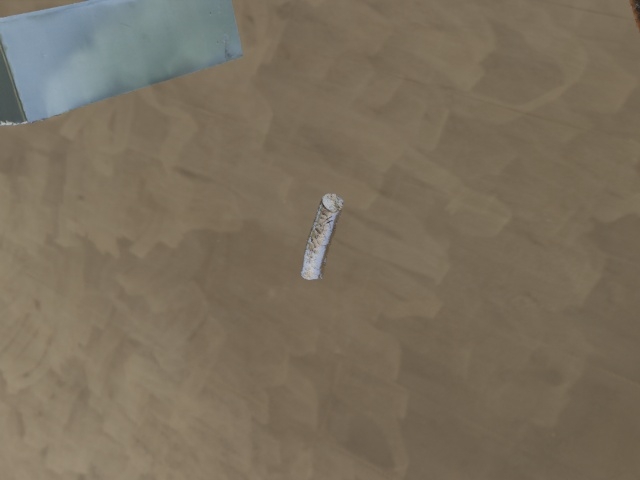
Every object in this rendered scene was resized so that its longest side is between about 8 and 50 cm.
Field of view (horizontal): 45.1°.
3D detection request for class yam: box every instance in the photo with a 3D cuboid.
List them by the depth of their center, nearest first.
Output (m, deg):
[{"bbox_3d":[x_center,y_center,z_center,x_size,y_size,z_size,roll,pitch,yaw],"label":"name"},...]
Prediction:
[{"bbox_3d":[0.000,0.000,0.925,0.032,0.032,0.145,47,-33,23],"label":"yam"}]

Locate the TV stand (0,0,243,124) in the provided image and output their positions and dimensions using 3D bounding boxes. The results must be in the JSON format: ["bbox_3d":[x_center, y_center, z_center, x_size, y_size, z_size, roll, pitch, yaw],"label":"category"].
[{"bbox_3d":[-0.195,-0.183,0.718,0.082,0.269,0.088,4,-66,35],"label":"TV stand"}]

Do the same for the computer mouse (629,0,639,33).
[{"bbox_3d":[0.377,-0.298,0.753,0.116,0.323,0.183,32,-50,-15],"label":"computer mouse"}]
